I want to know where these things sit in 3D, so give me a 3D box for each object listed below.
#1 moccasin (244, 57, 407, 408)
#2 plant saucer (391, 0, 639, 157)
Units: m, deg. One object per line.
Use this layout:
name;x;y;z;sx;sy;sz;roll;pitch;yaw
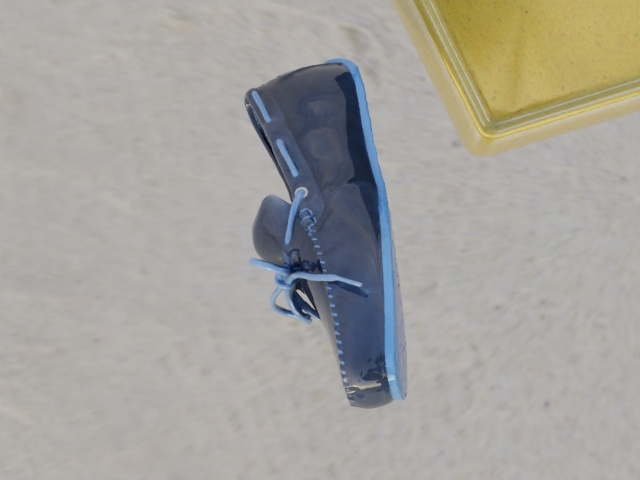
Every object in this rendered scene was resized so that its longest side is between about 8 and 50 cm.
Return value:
moccasin;0.000;0.000;1.430;0.117;0.138;0.342;-9;46;-1
plant saucer;0.203;-0.228;1.493;0.332;0.081;0.333;-16;117;27
